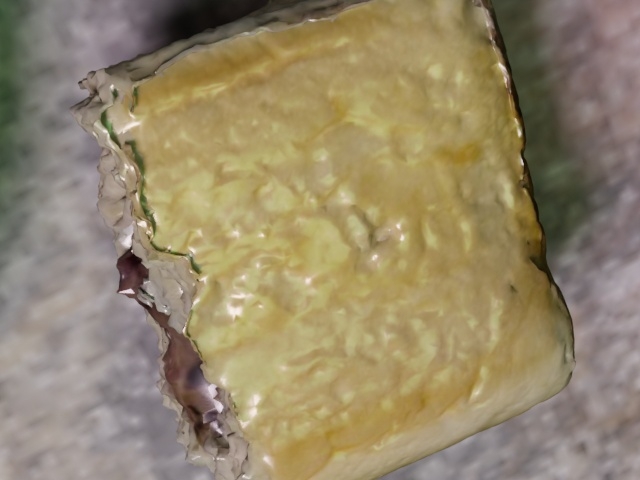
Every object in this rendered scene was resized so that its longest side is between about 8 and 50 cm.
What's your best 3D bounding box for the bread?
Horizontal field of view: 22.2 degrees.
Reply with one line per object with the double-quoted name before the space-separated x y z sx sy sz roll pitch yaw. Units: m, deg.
"bread" 0.000 -0.001 0.407 0.106 0.082 0.125 -23 108 -18
